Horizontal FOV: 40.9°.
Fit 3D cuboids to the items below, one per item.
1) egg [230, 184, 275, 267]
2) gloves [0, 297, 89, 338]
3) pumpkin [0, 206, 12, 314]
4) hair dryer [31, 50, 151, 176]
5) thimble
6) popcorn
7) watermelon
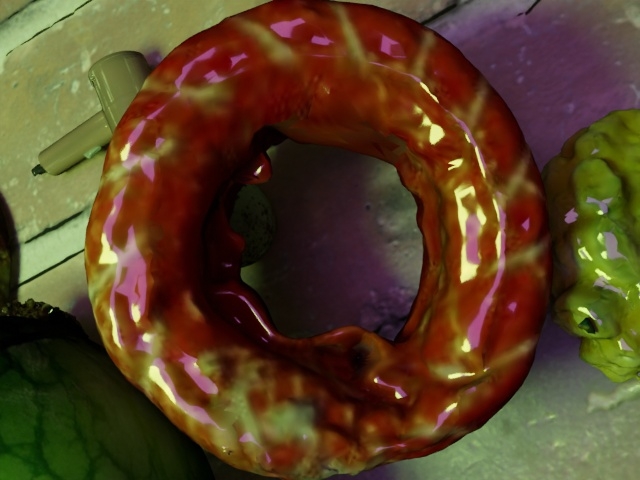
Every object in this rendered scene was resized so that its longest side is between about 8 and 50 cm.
[{"bbox_3d":[-0.091,-0.024,0.832,0.085,0.085,0.110,-49,64,10],"label":"egg"},{"bbox_3d":[-0.322,0.208,0.850,0.135,0.210,0.312,33,105,35],"label":"gloves"},{"bbox_3d":[-0.439,0.065,0.908,0.148,0.169,0.312,8,89,23],"label":"pumpkin"},{"bbox_3d":[-0.240,-0.108,0.914,0.181,0.064,0.117,-29,78,24],"label":"hair dryer"},{"bbox_3d":[0.000,0.000,0.674,0.350,0.230,0.350,0,88,-1],"label":"thimble"},{"bbox_3d":[0.264,0.002,0.652,0.189,0.169,0.218,-13,85,19],"label":"popcorn"},{"bbox_3d":[-0.228,0.235,0.613,0.363,0.363,0.363,-2,85,20],"label":"watermelon"}]
